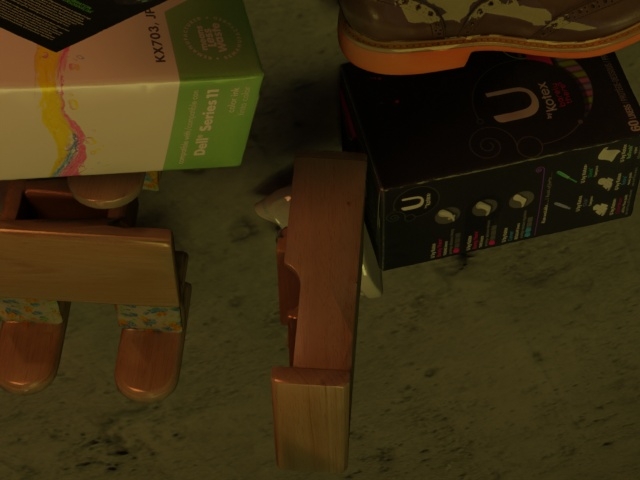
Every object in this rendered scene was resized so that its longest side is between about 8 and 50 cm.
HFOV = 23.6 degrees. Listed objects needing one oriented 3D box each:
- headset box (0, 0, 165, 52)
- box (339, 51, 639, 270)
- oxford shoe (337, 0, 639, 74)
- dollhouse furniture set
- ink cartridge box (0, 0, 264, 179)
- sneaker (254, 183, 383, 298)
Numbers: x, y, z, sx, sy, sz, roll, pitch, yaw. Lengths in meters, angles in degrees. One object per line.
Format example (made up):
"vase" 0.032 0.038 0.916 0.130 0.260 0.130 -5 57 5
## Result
"headset box" -0.117 -0.291 0.982 0.283 0.246 0.131 -15 154 38
"box" 0.168 -0.098 1.528 0.270 0.165 0.143 -13 145 -7
"oxford shoe" 0.193 -0.244 1.368 0.364 0.130 0.132 -13 140 -6
"dollhouse furniture set" -0.161 0.055 1.433 0.394 0.256 0.362 3 146 2
"ink cartridge box" -0.243 -0.161 1.217 0.353 0.207 0.119 -5 146 -18
"sneaker" 0.000 0.000 1.694 0.094 0.080 0.212 -16 141 20
